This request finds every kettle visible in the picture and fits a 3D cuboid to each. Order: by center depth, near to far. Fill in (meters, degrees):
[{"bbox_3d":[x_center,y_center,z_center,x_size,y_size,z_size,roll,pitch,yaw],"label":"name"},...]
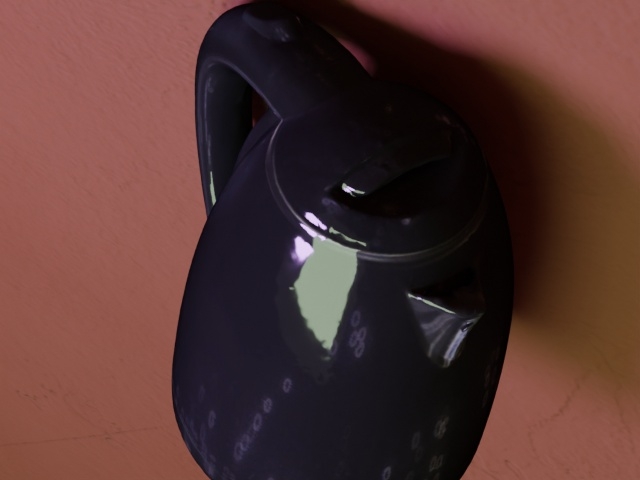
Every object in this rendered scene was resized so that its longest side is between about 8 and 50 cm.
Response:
[{"bbox_3d":[0.000,0.000,1.126,0.268,0.207,0.290,51,156,26],"label":"kettle"}]
